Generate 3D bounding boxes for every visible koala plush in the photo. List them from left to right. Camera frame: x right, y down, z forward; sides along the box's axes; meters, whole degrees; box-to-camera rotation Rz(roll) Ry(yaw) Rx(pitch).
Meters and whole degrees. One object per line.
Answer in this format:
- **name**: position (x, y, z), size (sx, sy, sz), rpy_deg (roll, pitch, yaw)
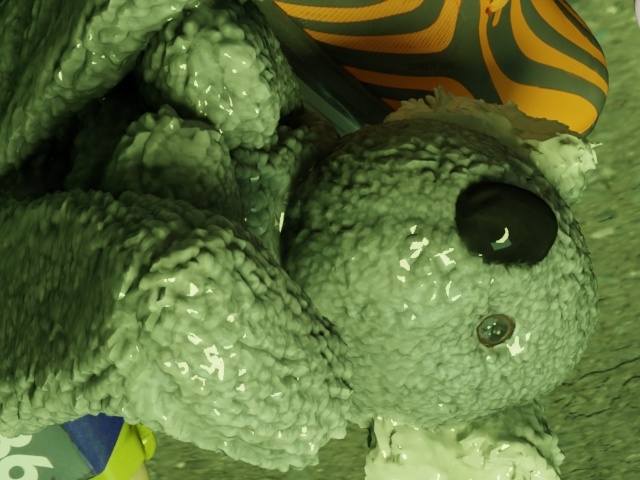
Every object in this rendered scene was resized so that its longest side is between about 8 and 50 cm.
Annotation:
- **koala plush**: position (0.000, 0.000, 0.603), size (0.221, 0.196, 0.203), rpy_deg (15, 156, -29)

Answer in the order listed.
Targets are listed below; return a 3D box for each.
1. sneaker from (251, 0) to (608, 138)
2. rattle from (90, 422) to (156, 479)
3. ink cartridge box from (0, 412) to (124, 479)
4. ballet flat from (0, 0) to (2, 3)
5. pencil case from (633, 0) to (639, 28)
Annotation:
- **sneaker**: position (0.038, -0.131, 0.667), size (0.321, 0.124, 0.180), rpy_deg (21, 136, -40)
- **rattle**: position (-0.130, 0.086, 1.036), size (0.130, 0.142, 0.199), rpy_deg (29, 156, -3)
- **ink cartridge box**: position (-0.224, 0.075, 0.834), size (0.333, 0.065, 0.165), rpy_deg (-27, 118, 2)
- **ballet flat**: position (-0.168, -0.089, 0.687), size (0.400, 0.139, 0.139), rpy_deg (9, 142, -36)
- **pencil case**: position (0.134, -0.150, 0.604), size (0.086, 0.206, 0.088), rpy_deg (27, 135, -27)
